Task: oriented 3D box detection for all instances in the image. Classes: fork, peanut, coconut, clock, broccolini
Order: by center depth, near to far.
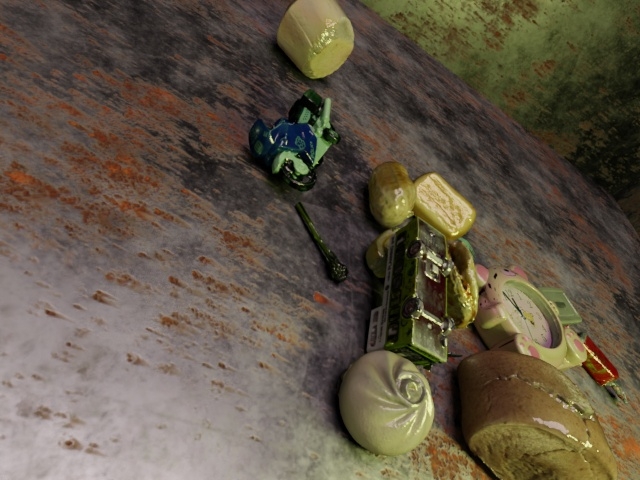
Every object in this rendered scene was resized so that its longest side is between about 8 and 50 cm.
[{"bbox_3d":[0.001,0.000,0.929,0.042,0.044,0.218,-13,57,-29],"label":"broccolini"},{"bbox_3d":[0.516,0.202,1.101,0.284,0.114,0.309,2,53,-31],"label":"clock"},{"bbox_3d":[0.194,-0.133,1.139,0.129,0.129,0.224,22,45,-24],"label":"peanut"},{"bbox_3d":[0.400,-0.027,1.300,0.235,0.021,0.039,40,35,-3],"label":"fork"},{"bbox_3d":[-0.025,-0.698,1.402,0.239,0.239,0.244,-22,76,-49],"label":"coconut"}]

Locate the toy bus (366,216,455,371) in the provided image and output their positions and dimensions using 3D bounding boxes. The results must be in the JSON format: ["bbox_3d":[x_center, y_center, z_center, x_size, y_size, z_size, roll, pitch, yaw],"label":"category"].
[{"bbox_3d":[0.188,0.105,0.859,0.113,0.139,0.301,32,49,-22],"label":"toy bus"}]

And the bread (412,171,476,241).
[{"bbox_3d":[0.350,-0.096,1.248,0.147,0.098,0.217,-38,80,-16],"label":"bread"}]

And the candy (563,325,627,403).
[{"bbox_3d":[0.827,0.359,1.273,0.086,0.059,0.292,-21,70,-50],"label":"candy"}]

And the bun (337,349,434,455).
[{"bbox_3d":[0.122,0.267,0.708,0.173,0.120,0.172,22,45,-24],"label":"bun"}]

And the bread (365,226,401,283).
[{"bbox_3d":[0.170,0.039,1.005,0.156,0.064,0.117,-31,82,-44],"label":"bread"}]

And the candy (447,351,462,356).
[{"bbox_3d":[0.286,0.253,0.937,0.123,0.035,0.035,20,46,-38],"label":"candy"}]

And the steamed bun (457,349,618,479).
[{"bbox_3d":[0.435,0.352,0.830,0.301,0.199,0.251,36,38,-7],"label":"steamed bun"}]

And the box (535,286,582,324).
[{"bbox_3d":[0.684,0.212,1.261,0.172,0.093,0.123,8,50,-35],"label":"box"}]

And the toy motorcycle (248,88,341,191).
[{"bbox_3d":[-0.063,-0.256,1.046,0.196,0.125,0.331,33,43,-13],"label":"toy motorcycle"}]

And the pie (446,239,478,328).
[{"bbox_3d":[0.299,0.099,0.966,0.084,0.178,0.205,-4,46,-6],"label":"pie"}]
